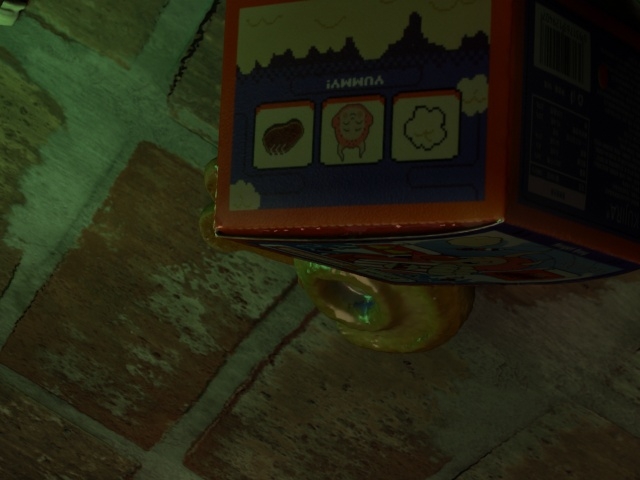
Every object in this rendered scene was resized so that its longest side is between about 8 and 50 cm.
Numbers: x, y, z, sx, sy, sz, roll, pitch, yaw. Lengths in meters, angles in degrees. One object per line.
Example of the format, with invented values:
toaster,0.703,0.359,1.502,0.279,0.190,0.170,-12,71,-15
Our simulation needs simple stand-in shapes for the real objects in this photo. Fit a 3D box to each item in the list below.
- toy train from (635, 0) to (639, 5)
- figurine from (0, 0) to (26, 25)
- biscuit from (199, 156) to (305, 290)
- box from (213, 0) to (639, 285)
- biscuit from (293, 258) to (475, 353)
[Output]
toy train,0.355,-0.314,1.475,0.238,0.167,0.299,47,144,-11
figurine,-0.502,-0.293,2.021,0.274,0.227,0.394,18,161,-40
biscuit,0.001,-0.002,2.145,0.324,0.049,0.205,21,144,5
box,0.122,-0.100,1.666,0.318,0.257,0.348,-3,171,31
biscuit,0.075,0.042,2.052,0.213,0.091,0.274,-9,132,38
